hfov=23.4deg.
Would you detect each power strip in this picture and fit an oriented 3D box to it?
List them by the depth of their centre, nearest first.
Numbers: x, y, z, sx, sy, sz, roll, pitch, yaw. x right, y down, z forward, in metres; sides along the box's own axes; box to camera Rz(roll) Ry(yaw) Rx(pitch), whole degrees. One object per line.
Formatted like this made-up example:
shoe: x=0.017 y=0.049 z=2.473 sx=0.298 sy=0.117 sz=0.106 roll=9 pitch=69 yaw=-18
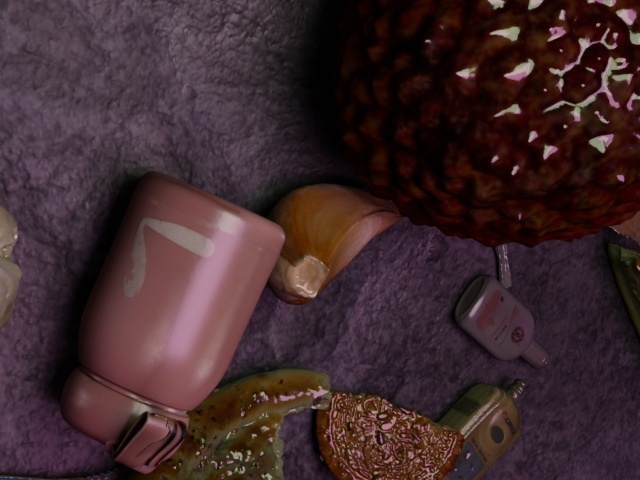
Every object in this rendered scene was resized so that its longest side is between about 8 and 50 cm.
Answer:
power strip: x=0.140 y=0.319 z=2.005 sx=0.387 sy=0.066 sz=0.092 roll=-45 pitch=124 yaw=-17

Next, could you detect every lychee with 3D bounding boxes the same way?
lychee: x=0.251 y=-0.207 z=1.742 sx=0.499 sy=0.424 sz=0.425 roll=-23 pitch=116 yaw=-1

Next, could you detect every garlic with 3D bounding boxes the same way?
garlic: x=-0.003 y=-0.009 z=1.799 sx=0.206 sy=0.128 sz=0.115 roll=-35 pitch=88 yaw=-41

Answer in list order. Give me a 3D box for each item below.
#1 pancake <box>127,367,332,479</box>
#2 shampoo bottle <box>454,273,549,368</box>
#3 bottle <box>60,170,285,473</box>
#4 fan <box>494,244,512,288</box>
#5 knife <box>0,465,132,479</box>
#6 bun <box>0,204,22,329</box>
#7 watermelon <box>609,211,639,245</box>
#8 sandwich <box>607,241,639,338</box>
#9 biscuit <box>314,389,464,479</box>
pancake: x=-0.102 y=0.266 z=1.748 sx=0.197 sy=0.054 sz=0.376 roll=35 pitch=52 yaw=3
shampoo bottle: x=0.244 y=0.116 z=2.039 sx=0.165 sy=0.040 sz=0.080 roll=41 pitch=76 yaw=-33
bottle: x=-0.164 y=0.090 z=1.656 sx=0.173 sy=0.206 sz=0.297 roll=26 pitch=88 yaw=-28
fan: x=0.221 y=-0.092 z=1.988 sx=0.229 sy=0.011 sz=0.335 roll=-22 pitch=113 yaw=-28
knife: x=-0.313 y=0.283 z=1.706 sx=0.365 sy=0.043 sz=0.089 roll=6 pitch=66 yaw=-33
bun: x=-0.375 y=0.040 z=1.548 sx=0.193 sy=0.128 sz=0.178 roll=-18 pitch=110 yaw=-32
watermelon: x=0.423 y=-0.044 z=2.087 sx=0.080 sy=0.155 sz=0.101 roll=-48 pitch=160 yaw=15
sandwich: x=0.493 y=0.084 z=2.150 sx=0.128 sy=0.122 sz=0.236 roll=-38 pitch=120 yaw=-19
biscuit: x=0.080 y=0.262 z=1.932 sx=0.206 sy=0.025 sz=0.126 roll=19 pitch=83 yaw=-19
